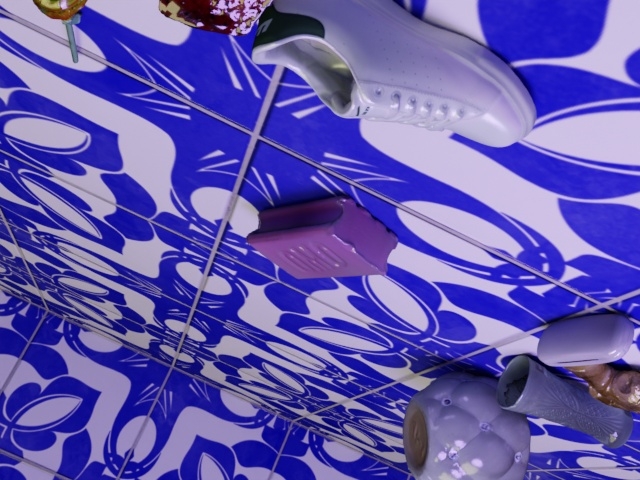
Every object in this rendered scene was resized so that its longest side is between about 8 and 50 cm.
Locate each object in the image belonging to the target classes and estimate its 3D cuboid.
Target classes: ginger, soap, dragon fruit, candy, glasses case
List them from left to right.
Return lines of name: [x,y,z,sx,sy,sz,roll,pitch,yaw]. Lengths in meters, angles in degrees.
candy: [-0.279,-0.240,0.815,0.061,0.060,0.201,26,165,-7]
dragon fruit: [-0.064,-0.237,0.561,0.102,0.096,0.147,22,129,-24]
soap: [0.000,0.000,1.054,0.122,0.065,0.203,37,155,-29]
glasses case: [0.358,0.137,1.012,0.041,0.063,0.164,30,157,-16]
ginger: [0.446,0.209,1.103,0.214,0.059,0.133,40,161,-33]

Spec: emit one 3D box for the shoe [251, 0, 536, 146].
shoe: [0.059,-0.133,0.634,0.265,0.110,0.095,31,156,-11]

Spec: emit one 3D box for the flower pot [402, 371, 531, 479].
flower pot: [0.268,0.369,1.393,0.195,0.246,0.246,3,162,-15]

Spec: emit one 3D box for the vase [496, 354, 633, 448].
vase: [0.415,0.277,1.245,0.219,0.096,0.096,24,158,-11]
